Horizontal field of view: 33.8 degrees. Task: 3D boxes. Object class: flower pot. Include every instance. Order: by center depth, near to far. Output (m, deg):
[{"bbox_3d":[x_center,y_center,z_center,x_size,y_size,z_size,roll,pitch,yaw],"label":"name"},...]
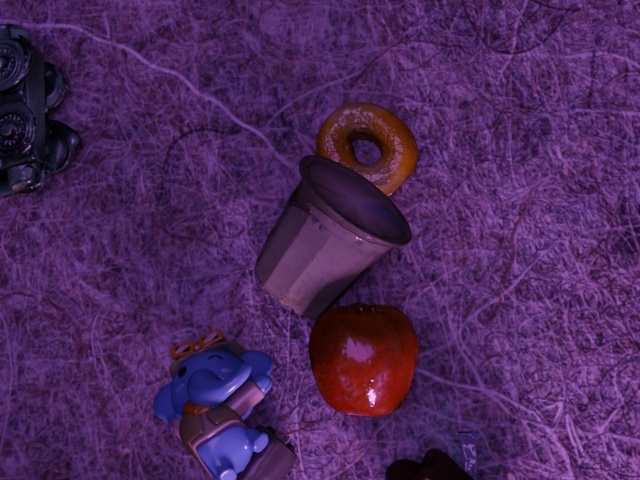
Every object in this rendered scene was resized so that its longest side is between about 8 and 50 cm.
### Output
[{"bbox_3d":[0.000,0.000,1.672,0.212,0.212,0.202,47,113,13],"label":"flower pot"}]

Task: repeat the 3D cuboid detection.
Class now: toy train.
[{"bbox_3d":[-0.558,-0.215,1.818,0.238,0.167,0.299,-14,76,14],"label":"toy train"}]

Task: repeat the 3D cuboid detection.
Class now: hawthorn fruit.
[{"bbox_3d":[0.069,0.187,1.653,0.189,0.189,0.189,-1,78,6],"label":"hawthorn fruit"}]

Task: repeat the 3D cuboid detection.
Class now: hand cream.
[{"bbox_3d":[0.238,0.351,1.678,0.030,0.019,0.093,-4,71,8],"label":"hand cream"}]

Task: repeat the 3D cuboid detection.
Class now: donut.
[{"bbox_3d":[0.074,-0.157,1.773,0.178,0.065,0.162,35,85,11],"label":"donut"}]

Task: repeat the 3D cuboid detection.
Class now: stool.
[{"bbox_3d":[-0.095,0.354,1.674,0.096,0.096,0.110,37,81,12],"label":"stool"}]

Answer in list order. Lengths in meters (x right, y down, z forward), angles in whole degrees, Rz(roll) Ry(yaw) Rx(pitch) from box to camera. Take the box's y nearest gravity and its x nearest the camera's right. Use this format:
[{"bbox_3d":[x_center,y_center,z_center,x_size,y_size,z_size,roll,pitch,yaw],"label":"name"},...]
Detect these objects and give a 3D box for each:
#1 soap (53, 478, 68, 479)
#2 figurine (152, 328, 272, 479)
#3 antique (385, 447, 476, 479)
[{"bbox_3d":[-0.445,0.445,1.569,0.304,0.338,0.169,-10,79,6],"label":"soap"},{"bbox_3d":[-0.152,0.253,1.642,0.180,0.154,0.262,-54,41,9],"label":"figurine"},{"bbox_3d":[0.204,0.432,1.612,0.257,0.121,0.143,37,112,10],"label":"antique"}]
